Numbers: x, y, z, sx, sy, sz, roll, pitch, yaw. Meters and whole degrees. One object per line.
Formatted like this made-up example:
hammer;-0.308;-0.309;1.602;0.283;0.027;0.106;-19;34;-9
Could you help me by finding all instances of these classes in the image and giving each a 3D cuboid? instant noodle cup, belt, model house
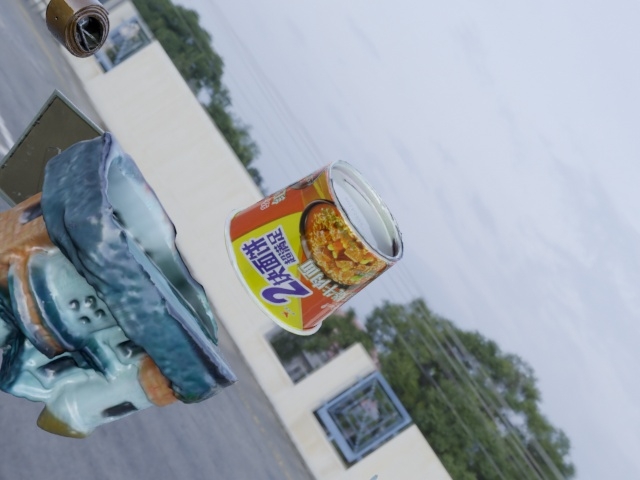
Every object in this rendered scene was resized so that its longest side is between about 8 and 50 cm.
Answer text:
instant noodle cup;0.000;0.000;1.125;0.213;0.174;0.213;44;25;-27
belt;-0.242;-0.220;0.826;0.036;0.059;0.083;43;-12;9
model house;-0.261;0.077;0.797;0.184;0.291;0.253;-106;171;-53

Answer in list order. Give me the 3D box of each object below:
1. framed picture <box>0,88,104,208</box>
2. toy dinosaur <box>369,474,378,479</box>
framed picture;-0.555;-0.161;1.673;0.184;0.250;0.016;40;7;15
toy dinosaur;0.094;0.461;1.402;0.106;0.044;0.187;40;11;24
